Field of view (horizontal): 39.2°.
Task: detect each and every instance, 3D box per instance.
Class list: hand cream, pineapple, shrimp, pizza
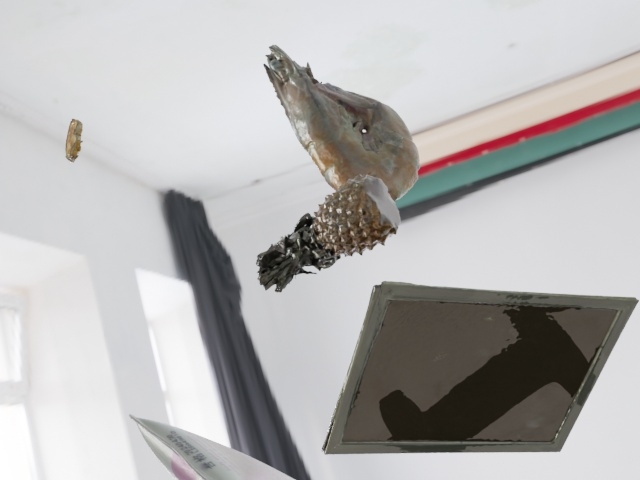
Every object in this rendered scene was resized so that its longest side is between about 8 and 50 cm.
[{"bbox_3d":[-0.111,0.331,1.177,0.118,0.185,0.358,-51,-32,-11],"label":"hand cream"},{"bbox_3d":[0.000,0.000,0.878,0.159,0.074,0.074,-31,-19,27],"label":"pineapple"},{"bbox_3d":[0.031,-0.184,1.328,0.164,0.317,0.062,-25,-22,-29],"label":"shrimp"},{"bbox_3d":[-0.330,-0.135,1.211,0.016,0.083,0.037,18,-47,-30],"label":"pizza"}]

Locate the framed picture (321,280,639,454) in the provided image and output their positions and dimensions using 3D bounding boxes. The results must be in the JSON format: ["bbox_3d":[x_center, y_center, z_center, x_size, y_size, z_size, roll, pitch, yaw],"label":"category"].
[{"bbox_3d":[0.141,0.120,0.814,0.252,0.014,0.197,4,-57,-17],"label":"framed picture"}]
